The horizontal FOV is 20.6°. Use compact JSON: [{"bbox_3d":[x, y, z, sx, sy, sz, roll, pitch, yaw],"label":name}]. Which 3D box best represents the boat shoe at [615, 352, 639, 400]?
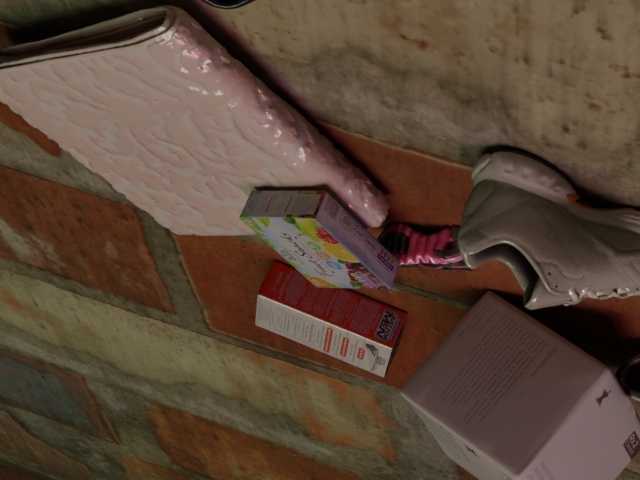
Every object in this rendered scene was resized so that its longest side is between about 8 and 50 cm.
[{"bbox_3d":[0.382,0.128,1.728,0.079,0.095,0.254,20,168,-19],"label":"boat shoe"}]

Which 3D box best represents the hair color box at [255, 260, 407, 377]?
[{"bbox_3d":[0.011,0.091,2.043,0.167,0.053,0.093,23,155,6],"label":"hair color box"}]

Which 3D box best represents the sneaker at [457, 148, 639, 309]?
[{"bbox_3d":[0.242,0.026,1.606,0.262,0.121,0.099,24,157,1],"label":"sneaker"}]

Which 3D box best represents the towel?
[{"bbox_3d":[-0.139,-0.108,1.763,0.317,0.053,0.332,-2,148,45],"label":"towel"}]

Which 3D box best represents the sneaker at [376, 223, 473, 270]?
[{"bbox_3d":[0.111,0.014,1.808,0.119,0.047,0.057,6,162,39],"label":"sneaker"}]

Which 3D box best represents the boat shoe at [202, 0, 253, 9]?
[{"bbox_3d":[-0.019,-0.261,1.267,0.127,0.113,0.340,33,155,-17],"label":"boat shoe"}]

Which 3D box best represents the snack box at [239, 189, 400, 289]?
[{"bbox_3d":[0.000,0.000,1.765,0.100,0.037,0.141,2,150,41],"label":"snack box"}]

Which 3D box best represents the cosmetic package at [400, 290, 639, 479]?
[{"bbox_3d":[0.215,0.182,1.851,0.183,0.151,0.151,34,168,42],"label":"cosmetic package"}]
